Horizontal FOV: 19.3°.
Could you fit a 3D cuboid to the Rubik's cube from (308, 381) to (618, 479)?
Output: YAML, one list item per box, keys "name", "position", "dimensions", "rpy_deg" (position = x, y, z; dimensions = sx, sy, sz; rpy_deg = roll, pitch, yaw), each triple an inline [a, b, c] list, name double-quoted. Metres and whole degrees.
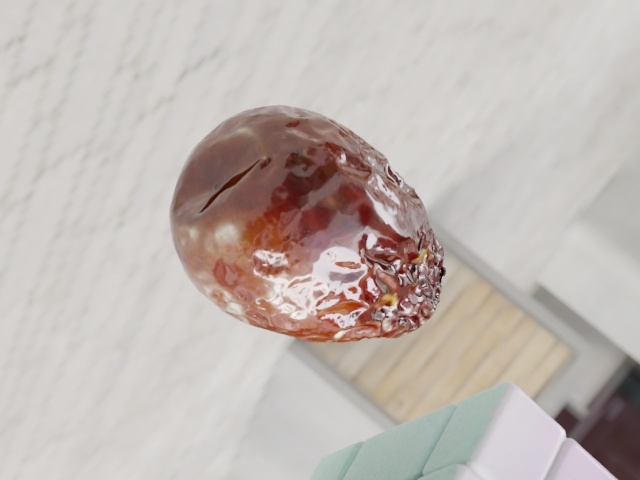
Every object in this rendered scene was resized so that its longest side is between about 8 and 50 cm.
- name: "Rubik's cube"
  position: [0.128, 0.373, 1.734]
  dimensions: [0.322, 0.319, 0.316]
  rpy_deg: [-30, -158, 49]

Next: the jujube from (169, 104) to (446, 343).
- name: "jujube"
  position: [0.000, 0.000, 1.365]
  dimensions: [0.236, 0.168, 0.168]
  rpy_deg: [30, 101, -45]
